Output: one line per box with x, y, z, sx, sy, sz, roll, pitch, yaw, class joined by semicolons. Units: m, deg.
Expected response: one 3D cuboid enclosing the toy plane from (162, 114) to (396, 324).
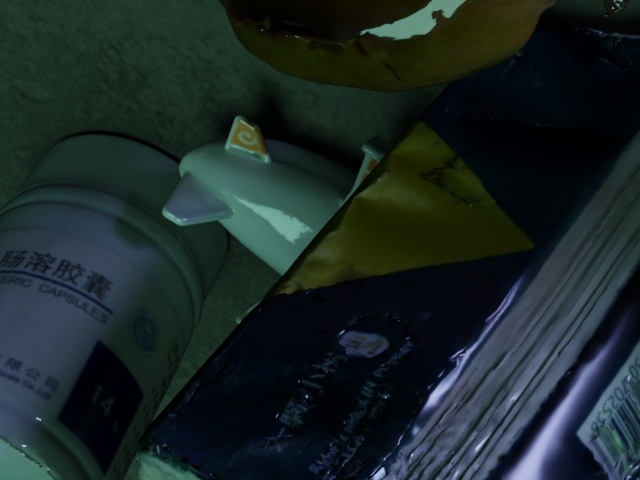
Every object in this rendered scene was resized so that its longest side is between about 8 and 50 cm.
0.000;0.000;1.082;0.244;0.117;0.245;13;135;14;toy plane

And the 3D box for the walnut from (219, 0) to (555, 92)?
0.031;-0.159;0.902;0.245;0.137;0.137;1;132;25;walnut

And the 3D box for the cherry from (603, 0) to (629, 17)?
0.135;-0.211;0.818;0.090;0.107;0.225;7;140;48;cherry

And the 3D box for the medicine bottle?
-0.207;0.080;1.107;0.190;0.332;0.190;10;133;11;medicine bottle

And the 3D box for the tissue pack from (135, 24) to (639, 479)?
0.129;0.087;0.867;0.253;0.416;0.264;14;142;40;tissue pack
